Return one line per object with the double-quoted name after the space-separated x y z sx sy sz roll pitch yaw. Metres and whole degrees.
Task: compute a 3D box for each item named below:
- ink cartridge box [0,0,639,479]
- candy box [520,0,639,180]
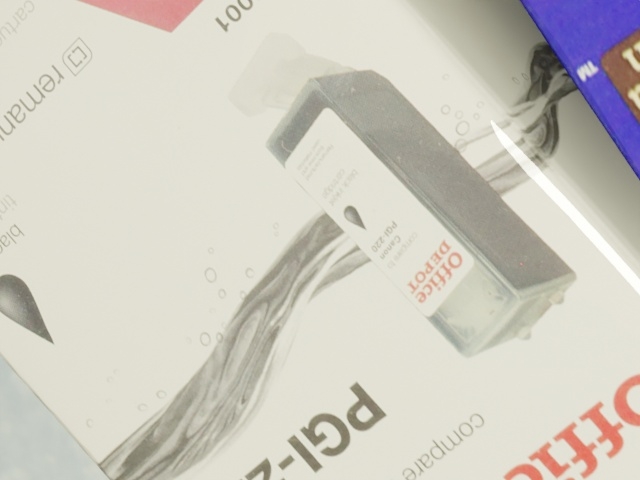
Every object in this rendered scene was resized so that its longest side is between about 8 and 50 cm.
0.000 0.000 0.517 0.218 0.092 0.158 47 114 0 "ink cartridge box"
0.110 -0.196 0.393 0.268 0.122 0.317 -36 84 24 "candy box"
